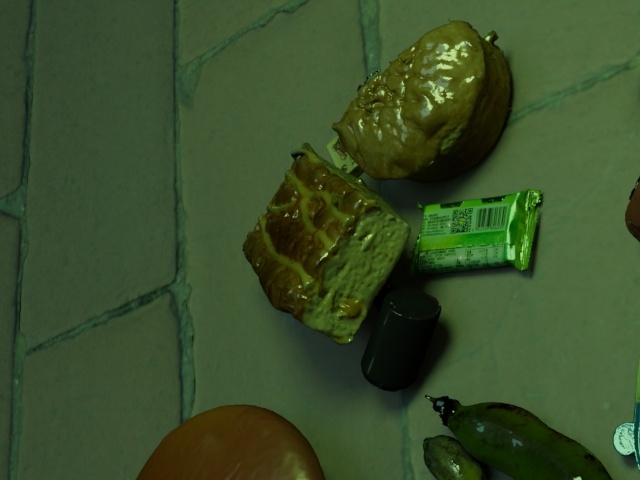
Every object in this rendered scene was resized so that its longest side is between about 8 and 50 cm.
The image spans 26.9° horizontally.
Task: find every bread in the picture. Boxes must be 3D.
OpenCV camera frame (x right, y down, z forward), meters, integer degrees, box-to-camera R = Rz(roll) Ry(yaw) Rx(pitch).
[{"bbox_3d":[0.142,-0.153,1.659,0.229,0.143,0.139,-42,58,29],"label":"bread"},{"bbox_3d":[0.000,0.000,1.679,0.184,0.114,0.274,-61,22,9],"label":"bread"}]

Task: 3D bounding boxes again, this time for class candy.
[{"bbox_3d":[0.184,-0.006,1.617,0.178,0.032,0.102,-7,71,43],"label":"candy"}]

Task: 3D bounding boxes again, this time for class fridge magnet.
[{"bbox_3d":[-0.115,0.383,1.650,0.364,0.155,0.363,-20,59,38],"label":"fridge magnet"}]

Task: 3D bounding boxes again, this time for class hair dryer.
[{"bbox_3d":[0.068,0.075,1.671,0.248,0.071,0.114,-121,42,-54],"label":"hair dryer"}]

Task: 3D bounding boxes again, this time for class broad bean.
[{"bbox_3d":[0.236,0.237,1.430,0.077,0.061,0.339,-52,42,-6],"label":"broad bean"}]

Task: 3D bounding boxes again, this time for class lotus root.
[{"bbox_3d":[0.149,0.251,1.518,0.099,0.054,0.049,41,112,47],"label":"lotus root"}]

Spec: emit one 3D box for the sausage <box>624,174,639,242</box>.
[{"bbox_3d":[0.374,-0.056,1.418,0.076,0.076,0.141,31,95,48],"label":"sausage"}]

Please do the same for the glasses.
[{"bbox_3d":[0.357,0.128,1.299,0.102,0.207,0.239,15,83,11],"label":"glasses"}]

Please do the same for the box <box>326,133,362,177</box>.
[{"bbox_3d":[0.069,-0.147,1.806,0.149,0.020,0.073,-44,47,23],"label":"box"}]
